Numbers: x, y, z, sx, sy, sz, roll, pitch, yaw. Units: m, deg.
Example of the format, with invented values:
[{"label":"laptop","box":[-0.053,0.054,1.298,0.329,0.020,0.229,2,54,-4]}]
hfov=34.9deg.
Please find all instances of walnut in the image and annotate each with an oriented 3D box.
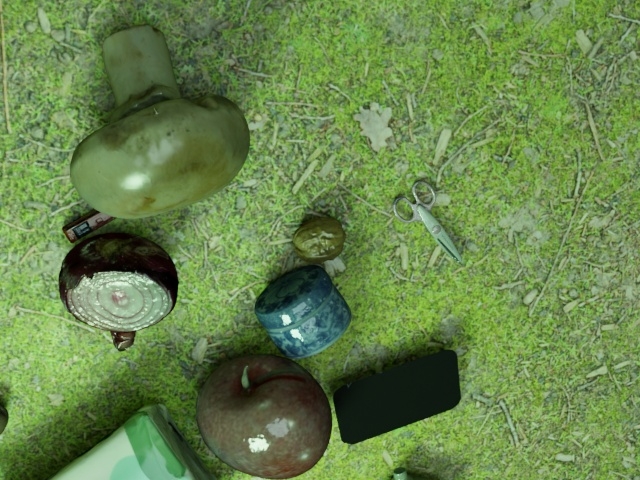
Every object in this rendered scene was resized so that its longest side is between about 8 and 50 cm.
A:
[{"label":"walnut","box":[0.000,0.000,1.791,0.096,0.082,0.079,-13,137,-11]}]

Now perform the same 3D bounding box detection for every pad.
[{"label":"pad","box":[0.128,0.222,1.898,0.250,0.055,0.323,-17,109,-8]}]

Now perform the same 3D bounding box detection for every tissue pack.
[{"label":"tissue pack","box":[-0.356,0.484,1.762,0.356,0.194,0.266,-35,94,-2]}]

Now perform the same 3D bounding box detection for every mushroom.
[{"label":"mushroom","box":[-0.264,-0.187,1.583,0.292,0.292,0.290,-18,92,-8]}]

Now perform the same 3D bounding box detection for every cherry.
[{"label":"cherry","box":[-0.100,0.306,1.774,0.213,0.236,0.285,-41,140,-20]}]

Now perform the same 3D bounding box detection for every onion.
[{"label":"onion","box":[-0.334,0.088,1.708,0.195,0.140,0.218,-8,132,-8]}]

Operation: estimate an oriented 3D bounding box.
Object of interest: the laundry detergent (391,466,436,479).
[{"label":"laundry detergent","box":[0.183,0.555,1.992,0.181,0.091,0.253,-17,109,-10]}]

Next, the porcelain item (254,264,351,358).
[{"label":"porcelain item","box":[-0.033,0.121,1.780,0.147,0.147,0.114,-32,110,-3]}]

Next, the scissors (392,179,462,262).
[{"label":"scissors","box":[0.205,-0.025,1.861,0.085,0.022,0.176,-40,108,-3]}]

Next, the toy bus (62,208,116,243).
[{"label":"toy bus","box":[-0.378,-0.034,1.704,0.110,0.043,0.031,-31,111,-4]}]

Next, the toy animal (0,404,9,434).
[{"label":"toy animal","box":[-0.605,0.371,1.743,0.186,0.094,0.214,40,90,-24]}]
